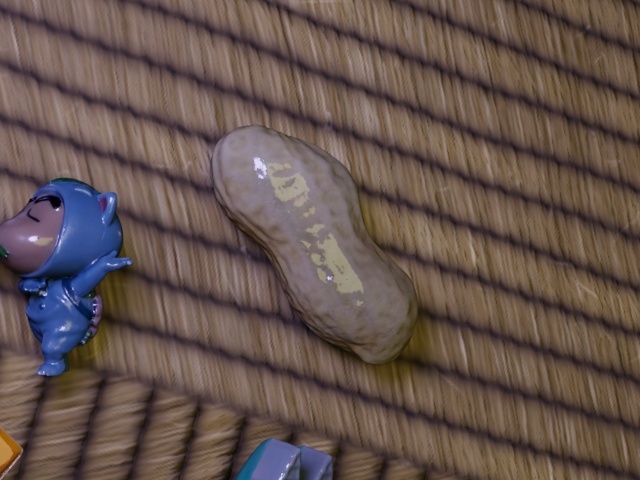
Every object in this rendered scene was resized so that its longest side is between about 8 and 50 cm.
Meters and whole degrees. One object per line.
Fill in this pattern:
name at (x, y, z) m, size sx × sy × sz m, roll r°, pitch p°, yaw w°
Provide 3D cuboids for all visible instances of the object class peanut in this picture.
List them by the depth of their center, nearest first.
peanut at (0.000, 0.000, 1.719) m, size 0.125 × 0.111 × 0.274 m, roll -43°, pitch 105°, yaw -36°

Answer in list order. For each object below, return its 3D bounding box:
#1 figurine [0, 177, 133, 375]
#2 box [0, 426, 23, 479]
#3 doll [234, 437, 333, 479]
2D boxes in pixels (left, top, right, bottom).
figurine at (-0.251, 0.031, 1.611) m, size 0.144 × 0.114 × 0.178 m, roll 4°, pitch 91°, yaw -21°
box at (-0.384, 0.108, 1.481) m, size 0.274 × 0.221 × 0.091 m, roll 46°, pitch 74°, yaw -10°
doll at (-0.031, 0.318, 1.657) m, size 0.195 × 0.153 × 0.258 m, roll -22°, pitch 120°, yaw -50°
